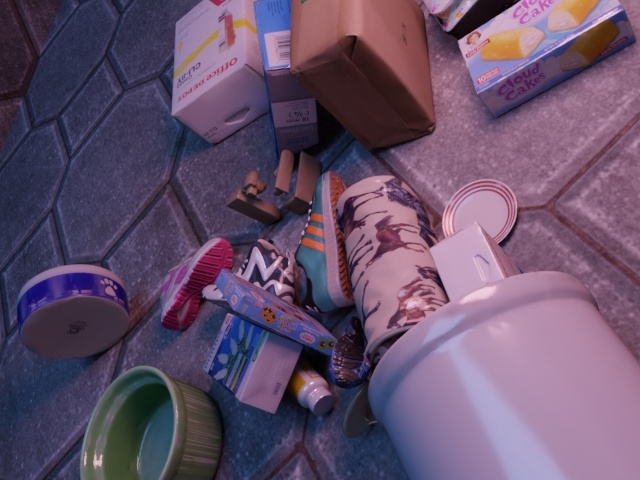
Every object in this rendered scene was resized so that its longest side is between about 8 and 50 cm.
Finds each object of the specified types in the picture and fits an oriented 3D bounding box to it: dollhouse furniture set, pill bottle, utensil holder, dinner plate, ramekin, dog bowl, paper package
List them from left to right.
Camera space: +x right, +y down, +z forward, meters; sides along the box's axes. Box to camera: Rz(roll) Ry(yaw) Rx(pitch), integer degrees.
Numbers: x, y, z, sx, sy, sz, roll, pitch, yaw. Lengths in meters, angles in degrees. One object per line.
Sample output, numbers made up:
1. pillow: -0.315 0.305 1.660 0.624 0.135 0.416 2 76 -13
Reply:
1. dog bowl: -0.625 0.185 1.601 0.265 0.265 0.104 -40 49 18
2. ramekin: -0.346 0.426 1.311 0.304 0.148 0.303 -20 56 33
3. dollhouse furniture set: -0.105 -0.128 1.424 0.151 0.144 0.123 -28 45 46
4. pill bottle: -0.025 0.271 1.175 0.065 0.065 0.116 -54 44 4
5. paper package: 0.086 -0.401 1.267 0.168 0.309 0.324 -18 56 30
6. dinner plate: 0.281 -0.042 1.113 0.141 0.017 0.141 -21 55 33
7. utensil holder: 0.274 0.285 0.728 0.328 0.328 0.385 -40 49 18

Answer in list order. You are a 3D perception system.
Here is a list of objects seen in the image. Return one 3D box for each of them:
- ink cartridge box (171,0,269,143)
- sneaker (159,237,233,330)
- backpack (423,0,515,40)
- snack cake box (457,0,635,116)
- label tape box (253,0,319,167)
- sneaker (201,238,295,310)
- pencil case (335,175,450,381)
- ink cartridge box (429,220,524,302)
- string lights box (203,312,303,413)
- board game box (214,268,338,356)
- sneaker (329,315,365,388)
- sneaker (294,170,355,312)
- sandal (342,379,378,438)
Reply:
1. ink cartridge box: -0.255 -0.501 1.722 0.279 0.160 0.384 -26 53 28
2. sneaker: -0.310 0.086 1.496 0.252 0.103 0.111 -51 46 7
3. backpack: 0.286 -0.509 1.270 0.166 0.144 0.188 -50 34 29
4. snack cake box: 0.397 -0.360 1.133 0.264 0.089 0.152 -28 52 27
5. label tape box: -0.072 -0.339 1.437 0.106 0.333 0.240 -9 55 -3
6. sneaker: -0.150 0.071 1.373 0.235 0.094 0.153 -7 62 39
7. pencil case: 0.118 0.062 1.037 0.183 0.160 0.410 -47 29 27
8. ink cartridge box: 0.259 0.085 0.929 0.086 0.203 0.148 -33 49 21
9. string lights box: -0.138 0.231 1.227 0.260 0.077 0.133 3 69 65
10. board game box: -0.083 0.132 1.169 0.039 0.212 0.160 -58 26 1
11. sneaker: 0.058 0.206 1.074 0.083 0.221 0.087 25 105 9
12. sneaker: 0.000 0.000 1.269 0.121 0.108 0.302 -18 58 28
13. sandal: 0.133 0.248 1.037 0.240 0.088 0.079 -52 42 -2
